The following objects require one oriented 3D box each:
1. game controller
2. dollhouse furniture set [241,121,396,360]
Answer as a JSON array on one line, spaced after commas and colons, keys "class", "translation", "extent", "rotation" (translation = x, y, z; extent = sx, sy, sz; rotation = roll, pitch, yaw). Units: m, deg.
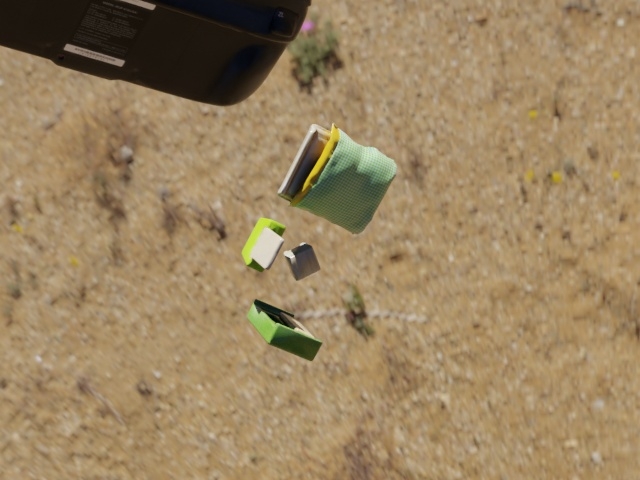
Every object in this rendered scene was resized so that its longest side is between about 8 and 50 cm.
[{"class": "game controller", "translation": [-0.171, -0.205, 1.227], "extent": [0.319, 0.166, 0.067], "rotation": [15, 53, -26]}, {"class": "dollhouse furniture set", "translation": [0.000, 0.000, 0.997], "extent": [0.152, 0.076, 0.058], "rotation": [-63, 26, 4]}]
